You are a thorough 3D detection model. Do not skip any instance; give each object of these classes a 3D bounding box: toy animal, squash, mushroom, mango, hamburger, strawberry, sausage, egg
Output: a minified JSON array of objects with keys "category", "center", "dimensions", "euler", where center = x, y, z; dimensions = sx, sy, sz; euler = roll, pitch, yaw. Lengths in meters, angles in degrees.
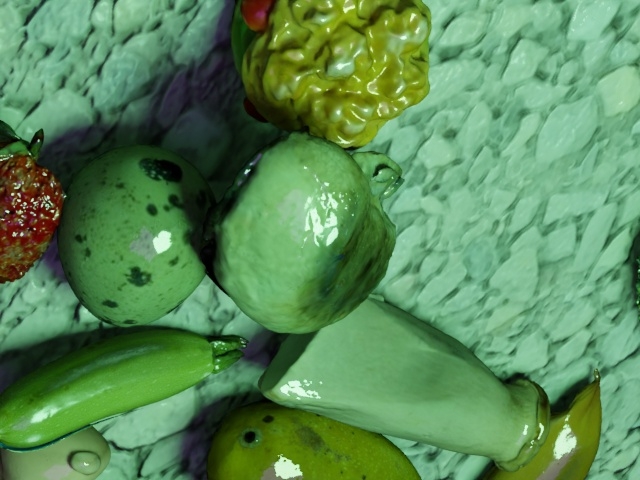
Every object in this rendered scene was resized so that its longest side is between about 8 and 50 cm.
[{"category":"toy animal","center":[-0.341,0.296,1.909],"dimensions":[0.171,0.171,0.197],"euler":[14,111,-22]},{"category":"squash","center":[-0.236,0.157,1.876],"dimensions":[0.341,0.094,0.094],"euler":[-19,125,-30]},{"category":"mushroom","center":[0.111,0.172,1.974],"dimensions":[0.407,0.154,0.137],"euler":[21,152,-32]},{"category":"mango","center":[0.005,0.304,2.003],"dimensions":[0.329,0.176,0.175],"euler":[23,76,-26]},{"category":"hamburger","center":[0.014,-0.201,1.725],"dimensions":[0.237,0.149,0.237],"euler":[-7,122,-12]},{"category":"strawberry","center":[-0.347,-0.038,1.720],"dimensions":[0.085,0.140,0.192],"euler":[-24,170,-47]},{"category":"mushroom","center":[0.001,0.001,1.743],"dimensions":[0.247,0.130,0.344],"euler":[-34,162,-7]},{"category":"sausage","center":[0.284,0.310,2.121],"dimensions":[0.112,0.112,0.328],"euler":[29,106,-27]},{"category":"egg","center":[-0.203,0.000,1.765],"dimensions":[0.177,0.177,0.228],"euler":[4,134,-18]}]

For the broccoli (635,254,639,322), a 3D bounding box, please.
[{"category":"broccoli","center":[0.489,0.059,1.992],"dimensions":[0.198,0.176,0.226],"euler":[-17,144,-19]}]
